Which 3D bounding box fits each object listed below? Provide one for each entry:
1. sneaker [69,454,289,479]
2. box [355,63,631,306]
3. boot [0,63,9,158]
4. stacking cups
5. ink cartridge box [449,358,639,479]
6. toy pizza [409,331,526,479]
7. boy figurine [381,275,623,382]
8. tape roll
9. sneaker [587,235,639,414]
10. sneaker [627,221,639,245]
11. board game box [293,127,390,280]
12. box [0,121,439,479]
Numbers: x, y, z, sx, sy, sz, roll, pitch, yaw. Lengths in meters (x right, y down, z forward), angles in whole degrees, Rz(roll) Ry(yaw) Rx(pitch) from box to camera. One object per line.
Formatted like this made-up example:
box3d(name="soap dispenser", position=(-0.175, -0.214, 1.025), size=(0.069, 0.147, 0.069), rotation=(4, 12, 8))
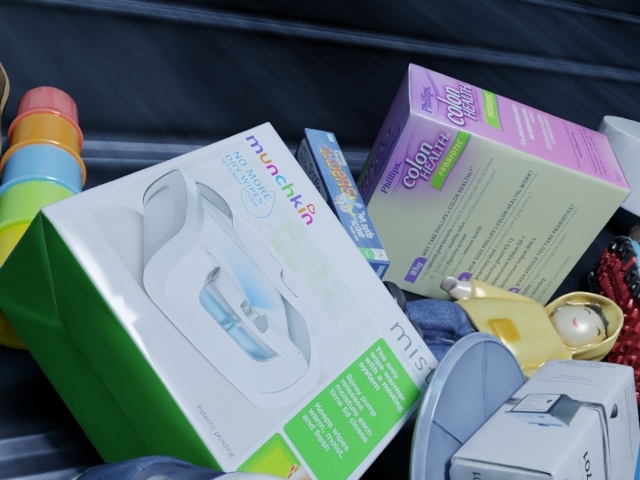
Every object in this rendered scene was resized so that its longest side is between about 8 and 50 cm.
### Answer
box3d(name="sneaker", position=(-0.085, 0.271, 0.347), size=(0.130, 0.236, 0.323), rotation=(10, 70, -43))
box3d(name="box", position=(0.169, -0.043, 0.815), size=(0.243, 0.213, 0.117), rotation=(17, 37, -8))
box3d(name="boot", position=(-0.387, -0.191, 0.777), size=(0.112, 0.115, 0.305), rotation=(-3, 43, -29))
box3d(name="stacking cups", position=(-0.259, -0.041, 0.692), size=(0.096, 0.096, 0.316), rotation=(8, 36, -20))
box3d(name="ink cartridge box", position=(0.188, 0.194, 0.573), size=(0.082, 0.139, 0.191), rotation=(-3, 12, 37))
box3d(name="toy pizza", position=(0.119, 0.174, 0.579), size=(0.032, 0.201, 0.201), rotation=(-3, 18, 39))
box3d(name="boy figurine", position=(0.192, 0.106, 0.749), size=(0.285, 0.092, 0.177), rotation=(3, 41, -20))
box3d(name="tape roll", position=(0.555, -0.094, 1.133), size=(0.286, 0.100, 0.286), rotation=(17, 22, -7))
box3d(name="sneaker", position=(0.396, 0.098, 0.838), size=(0.125, 0.104, 0.262), rotation=(23, 42, -5))
box3d(name="sneaker", position=(0.529, 0.043, 1.047), size=(0.188, 0.066, 0.071), rotation=(25, 53, 10))
box3d(name="board game box", position=(0.000, 0.000, 0.734), size=(0.035, 0.136, 0.201), rotation=(6, 41, -23))
box3d(name="box", position=(-0.066, 0.073, 0.555), size=(0.231, 0.127, 0.262), rotation=(-31, 85, -48))
